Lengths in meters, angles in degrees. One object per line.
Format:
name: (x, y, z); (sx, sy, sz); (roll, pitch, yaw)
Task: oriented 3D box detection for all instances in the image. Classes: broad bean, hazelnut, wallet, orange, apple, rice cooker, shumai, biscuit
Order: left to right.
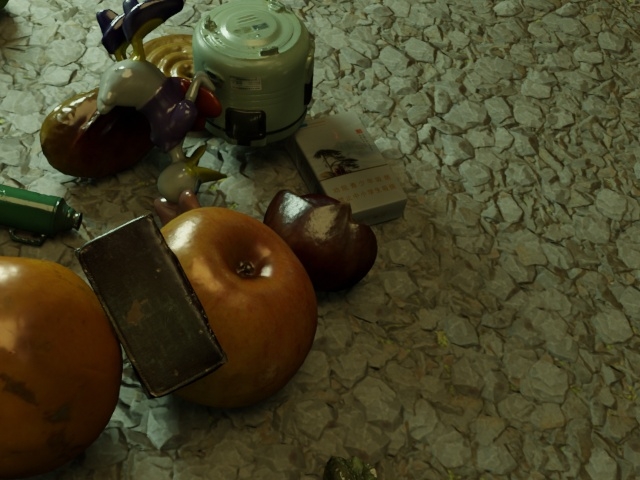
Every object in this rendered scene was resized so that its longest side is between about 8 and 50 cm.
orange: (-0.421, 0.170, 1.239); (0.312, 0.312, 0.312); (6, 54, -9)
broad bean: (-0.389, -0.195, 1.626); (0.228, 0.156, 0.122); (-27, 23, -21)
wallet: (-0.226, 0.089, 1.219); (0.122, 0.031, 0.232); (-27, 90, -4)
biscuit: (-0.261, -0.322, 1.799); (0.262, 0.037, 0.262); (7, 54, -9)
apple: (-0.147, 0.097, 1.380); (0.299, 0.275, 0.299); (10, 49, -12)
rice cooker: (-0.123, -0.297, 1.656); (0.226, 0.244, 0.226); (4, 48, -5)
hazelnut: (-0.003, 0.003, 1.547); (0.202, 0.170, 0.160); (19, 76, -11)
shumai: (0.049, 0.360, 1.359); (0.080, 0.082, 0.083); (-6, 78, -19)

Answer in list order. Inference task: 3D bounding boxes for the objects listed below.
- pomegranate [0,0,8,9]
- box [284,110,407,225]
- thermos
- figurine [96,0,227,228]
pomegranate: (-0.670, -0.498, 1.735); (0.131, 0.191, 0.152); (40, 56, -5)
box: (0.045, -0.133, 1.716); (0.149, 0.067, 0.233); (-14, 60, -24)
thermos: (-0.497, -0.049, 1.521); (0.188, 0.073, 0.083); (12, 52, -5)
figurine: (-0.267, -0.206, 1.531); (0.193, 0.154, 0.420); (-29, 98, -36)
